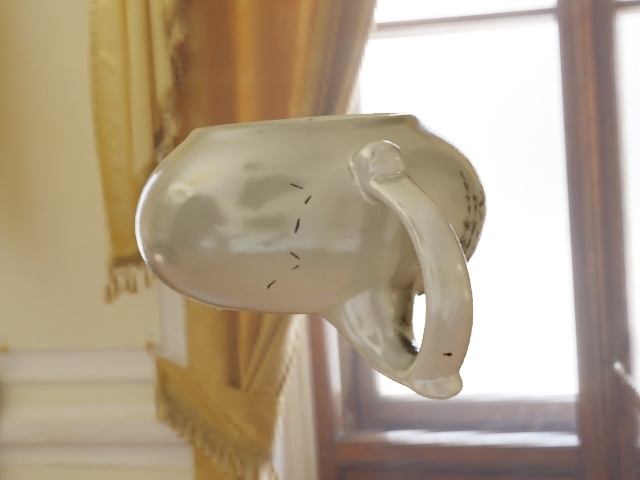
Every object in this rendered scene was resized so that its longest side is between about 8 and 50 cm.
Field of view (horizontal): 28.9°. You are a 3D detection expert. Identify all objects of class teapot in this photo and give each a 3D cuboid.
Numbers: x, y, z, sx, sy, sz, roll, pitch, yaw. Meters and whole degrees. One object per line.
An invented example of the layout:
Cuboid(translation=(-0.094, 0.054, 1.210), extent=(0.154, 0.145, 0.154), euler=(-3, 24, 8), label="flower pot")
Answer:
Cuboid(translation=(0.000, 0.000, 0.733), extent=(0.208, 0.165, 0.300), euler=(5, 13, -23), label="teapot")
